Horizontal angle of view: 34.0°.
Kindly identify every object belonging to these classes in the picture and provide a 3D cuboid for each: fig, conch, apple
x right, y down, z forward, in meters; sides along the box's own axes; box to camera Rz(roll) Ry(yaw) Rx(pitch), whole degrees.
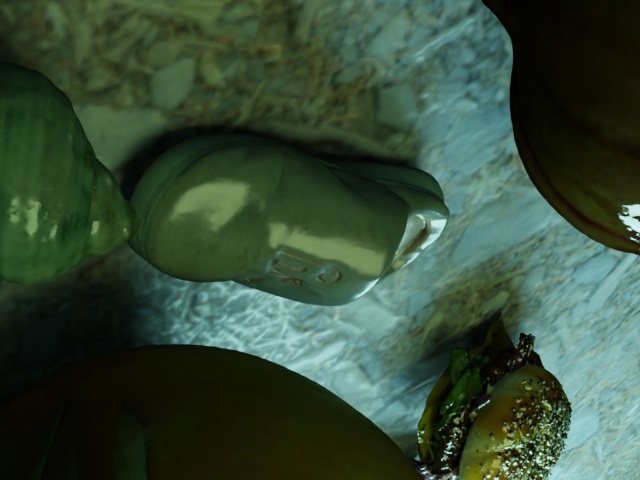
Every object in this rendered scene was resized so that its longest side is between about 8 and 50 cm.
[{"bbox_3d":[0.214,-0.108,0.643,0.235,0.214,0.235,-36,136,-44],"label":"fig"},{"bbox_3d":[-0.174,-0.040,0.446,0.188,0.122,0.176,24,88,-54],"label":"conch"},{"bbox_3d":[-0.095,0.253,0.621,0.384,0.374,0.374,-48,144,-7],"label":"apple"}]

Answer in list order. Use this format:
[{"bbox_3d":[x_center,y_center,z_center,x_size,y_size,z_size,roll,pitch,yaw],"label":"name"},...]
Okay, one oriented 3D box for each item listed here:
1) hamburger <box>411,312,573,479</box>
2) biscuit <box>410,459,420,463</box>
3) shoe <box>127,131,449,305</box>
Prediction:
[{"bbox_3d":[0.157,0.165,0.926,0.164,0.093,0.189,-55,139,-17],"label":"hamburger"},{"bbox_3d":[0.014,0.392,1.086,0.144,0.078,0.426,-7,132,-34],"label":"biscuit"},{"bbox_3d":[0.000,0.000,0.649,0.251,0.100,0.103,0,129,-43],"label":"shoe"}]
